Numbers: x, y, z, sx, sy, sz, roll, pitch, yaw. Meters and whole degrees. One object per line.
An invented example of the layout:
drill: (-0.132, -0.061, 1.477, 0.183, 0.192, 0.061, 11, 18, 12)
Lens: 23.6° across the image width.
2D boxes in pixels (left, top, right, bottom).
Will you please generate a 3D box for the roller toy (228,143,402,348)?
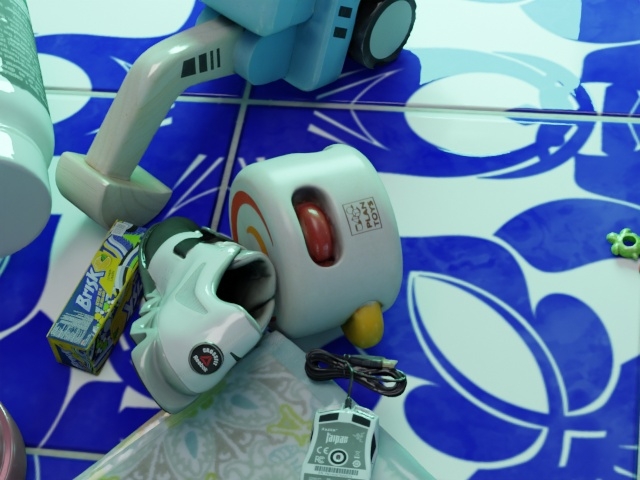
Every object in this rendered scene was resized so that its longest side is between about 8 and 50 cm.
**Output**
roller toy: (0.000, 0.000, 1.633, 0.146, 0.191, 0.209, -15, 38, -19)

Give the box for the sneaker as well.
sneaker: (-0.108, 0.051, 1.600, 0.146, 0.122, 0.330, -32, 25, 10)

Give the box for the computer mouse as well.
computer mouse: (0.021, 0.193, 1.486, 0.106, 0.042, 0.193, 7, 52, 9)

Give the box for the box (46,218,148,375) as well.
box: (-0.238, 0.062, 1.712, 0.054, 0.059, 0.169, 18, 59, 17)

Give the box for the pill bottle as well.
pill bottle: (-0.423, -0.161, 1.797, 0.204, 0.204, 0.361, -16, 50, -4)

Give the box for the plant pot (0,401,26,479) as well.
plant pot: (-0.418, 0.206, 1.546, 0.201, 0.180, 0.201, -4, 61, 6)

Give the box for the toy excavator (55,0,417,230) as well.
toy excavator: (-0.104, -0.255, 1.799, 0.222, 0.433, 0.445, 36, 38, 28)

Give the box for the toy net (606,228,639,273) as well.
toy net: (0.430, 0.020, 1.656, 0.232, 0.045, 0.122, 37, 66, 28)

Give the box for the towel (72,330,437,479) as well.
towel: (-0.052, 0.294, 1.506, 0.320, 0.090, 0.374, -39, 58, -16)
